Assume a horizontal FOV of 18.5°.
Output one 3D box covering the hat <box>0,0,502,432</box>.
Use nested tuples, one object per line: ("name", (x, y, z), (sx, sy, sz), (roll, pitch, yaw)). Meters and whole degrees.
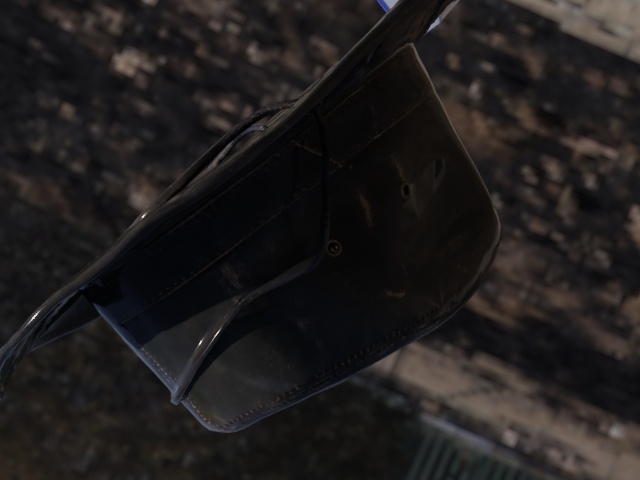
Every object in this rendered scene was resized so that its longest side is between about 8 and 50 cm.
("hat", (0.000, 0.000, 0.929), (0.134, 0.331, 0.331), (47, 165, 0))

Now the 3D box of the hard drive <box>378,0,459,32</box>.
("hard drive", (0.061, -0.303, 1.798), (0.210, 0.040, 0.318), (51, -160, -5))
